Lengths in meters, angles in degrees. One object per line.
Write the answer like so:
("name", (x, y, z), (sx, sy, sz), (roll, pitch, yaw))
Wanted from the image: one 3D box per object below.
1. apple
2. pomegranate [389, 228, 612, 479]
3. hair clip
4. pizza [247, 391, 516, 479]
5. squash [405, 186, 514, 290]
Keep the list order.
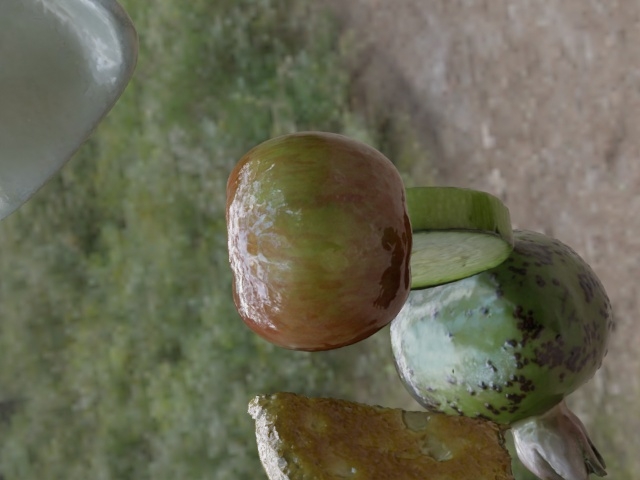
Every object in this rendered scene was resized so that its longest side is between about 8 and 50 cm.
("apple", (0.000, 0.002, 0.902), (0.126, 0.102, 0.126), (-3, -90, -88))
("pomegranate", (0.249, 0.159, 2.038), (0.340, 0.285, 0.285), (66, 166, 1))
("hair clip", (-0.238, -0.100, 1.091), (0.172, 0.282, 0.113), (51, -162, -26))
("pizza", (0.073, 0.191, 1.207), (0.292, 0.197, 0.058), (32, 129, 24))
("squash", (0.062, 0.005, 1.422), (0.219, 0.219, 0.041), (124, 141, -71))
